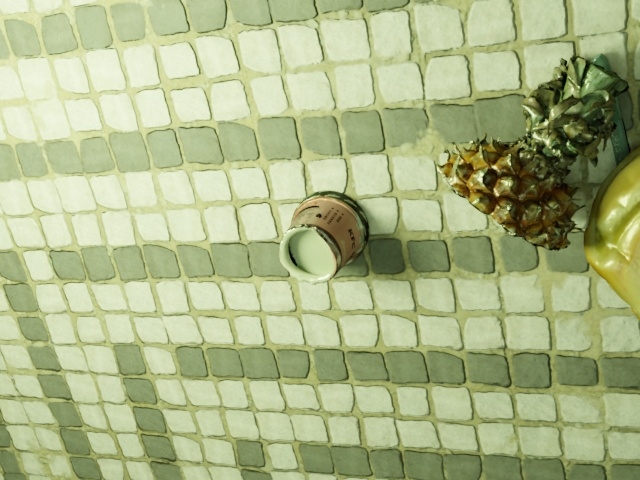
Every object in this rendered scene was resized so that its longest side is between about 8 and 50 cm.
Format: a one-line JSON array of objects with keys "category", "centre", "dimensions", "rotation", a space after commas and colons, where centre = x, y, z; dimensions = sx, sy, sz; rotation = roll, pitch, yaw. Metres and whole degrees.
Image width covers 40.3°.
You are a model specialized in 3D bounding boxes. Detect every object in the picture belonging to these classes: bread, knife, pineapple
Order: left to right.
[{"category": "pineapple", "centre": [0.353, -0.158, 1.355], "dimensions": [0.262, 0.262, 0.272], "rotation": [33, 109, 3]}, {"category": "knife", "centre": [0.468, -0.199, 1.392], "dimensions": [0.028, 0.015, 0.210], "rotation": [-13, 111, 20]}, {"category": "bread", "centre": [0.565, -0.030, 1.337], "dimensions": [0.270, 0.211, 0.316], "rotation": [47, 115, 3]}]

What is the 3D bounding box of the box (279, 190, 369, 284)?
[{"category": "box", "centre": [0.000, 0.000, 1.613], "dimensions": [0.151, 0.135, 0.151], "rotation": [9, 117, 18]}]
